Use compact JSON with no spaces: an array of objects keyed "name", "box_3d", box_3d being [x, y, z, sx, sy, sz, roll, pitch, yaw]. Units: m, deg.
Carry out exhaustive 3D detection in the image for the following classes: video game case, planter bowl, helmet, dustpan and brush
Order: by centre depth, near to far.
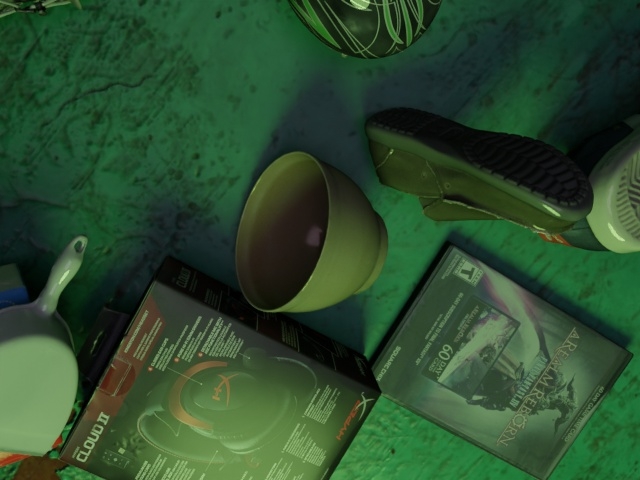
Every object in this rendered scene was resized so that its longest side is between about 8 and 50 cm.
[{"name":"helmet","box_3d":[0.039,-0.257,0.619,0.169,0.169,0.162,-30,63,1]},{"name":"dustpan and brush","box_3d":[-0.271,0.092,0.627,0.147,0.060,0.211,31,94,-48]},{"name":"planter bowl","box_3d":[0.000,0.000,0.686,0.109,0.162,0.162,14,101,-36]},{"name":"video game case","box_3d":[0.212,0.151,0.796,0.274,0.026,0.196,30,97,-10]}]

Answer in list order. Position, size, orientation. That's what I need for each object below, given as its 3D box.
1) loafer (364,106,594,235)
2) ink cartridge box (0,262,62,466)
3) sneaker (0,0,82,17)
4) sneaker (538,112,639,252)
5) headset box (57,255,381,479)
[{"name":"loafer","box_3d":[0.149,-0.061,0.663,0.094,0.251,0.087,-26,131,-33]},{"name":"ink cartridge box","box_3d":[-0.347,0.154,0.675,0.134,0.078,0.231,-15,113,-27]},{"name":"sneaker","box_3d":[-0.278,-0.253,0.617,0.281,0.105,0.115,-40,103,2]},{"name":"sneaker","box_3d":[0.364,-0.096,0.720,0.350,0.148,0.131,-27,97,-25]},{"name":"headset box","box_3d":[-0.118,0.170,0.720,0.293,0.110,0.218,28,98,-11]}]
